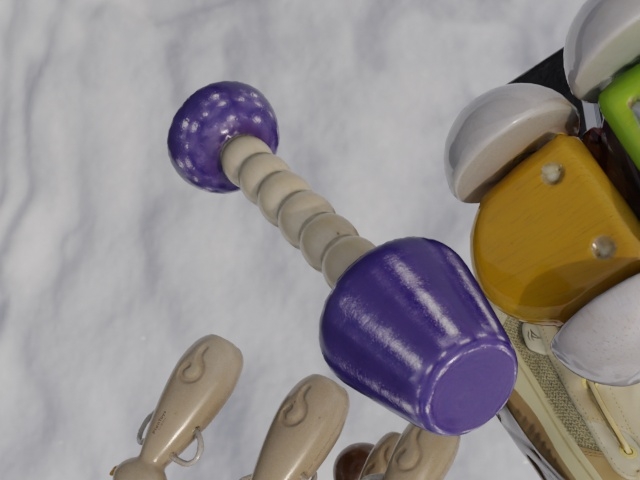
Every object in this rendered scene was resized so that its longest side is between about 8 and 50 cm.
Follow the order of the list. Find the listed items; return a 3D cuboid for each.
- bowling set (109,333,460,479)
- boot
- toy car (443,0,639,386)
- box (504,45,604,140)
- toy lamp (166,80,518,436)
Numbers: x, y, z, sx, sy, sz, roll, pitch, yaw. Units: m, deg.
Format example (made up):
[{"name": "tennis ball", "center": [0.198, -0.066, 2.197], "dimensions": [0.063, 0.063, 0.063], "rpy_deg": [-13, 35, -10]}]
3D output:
[{"name": "bowling set", "center": [-0.002, 0.209, 0.858], "dimensions": [0.287, 0.200, 0.154], "rpy_deg": [14, 65, 39]}, {"name": "boot", "center": [0.229, 0.099, 0.672], "dimensions": [0.203, 0.095, 0.262], "rpy_deg": [-30, 55, -6]}, {"name": "toy car", "center": [0.164, -0.026, 0.525], "dimensions": [0.182, 0.136, 0.159], "rpy_deg": [-42, 61, 28]}, {"name": "box", "center": [0.384, -0.103, 1.035], "dimensions": [0.296, 0.294, 0.183], "rpy_deg": [-31, 52, 47]}, {"name": "toy lamp", "center": [0.000, 0.000, 0.533], "dimensions": [0.274, 0.080, 0.080], "rpy_deg": [43, 113, 52]}]
